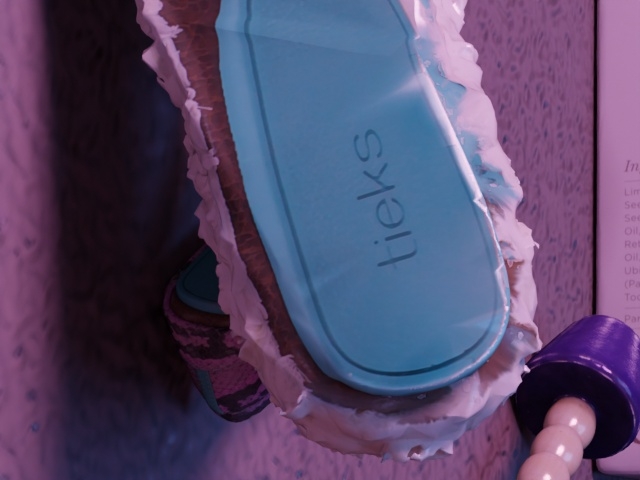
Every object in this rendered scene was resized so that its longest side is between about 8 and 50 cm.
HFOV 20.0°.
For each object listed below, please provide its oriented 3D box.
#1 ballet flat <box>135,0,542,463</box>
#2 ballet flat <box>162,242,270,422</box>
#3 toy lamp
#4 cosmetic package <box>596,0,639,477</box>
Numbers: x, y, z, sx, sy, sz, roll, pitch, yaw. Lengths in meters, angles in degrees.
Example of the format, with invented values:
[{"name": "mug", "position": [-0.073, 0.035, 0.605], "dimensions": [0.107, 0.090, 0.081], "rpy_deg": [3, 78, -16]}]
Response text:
[{"name": "ballet flat", "position": [-0.020, -0.104, 0.717], "dimensions": [0.147, 0.147, 0.409], "rpy_deg": [17, 58, -59]}, {"name": "ballet flat", "position": [0.000, 0.000, 0.819], "dimensions": [0.221, 0.076, 0.079], "rpy_deg": [-51, 149, -44]}, {"name": "toy lamp", "position": [0.118, 0.136, 1.000], "dimensions": [0.275, 0.080, 0.080], "rpy_deg": [-52, 131, -49]}, {"name": "cosmetic package", "position": [0.304, -0.057, 1.268], "dimensions": [0.230, 0.161, 0.453], "rpy_deg": [17, 71, -59]}]
